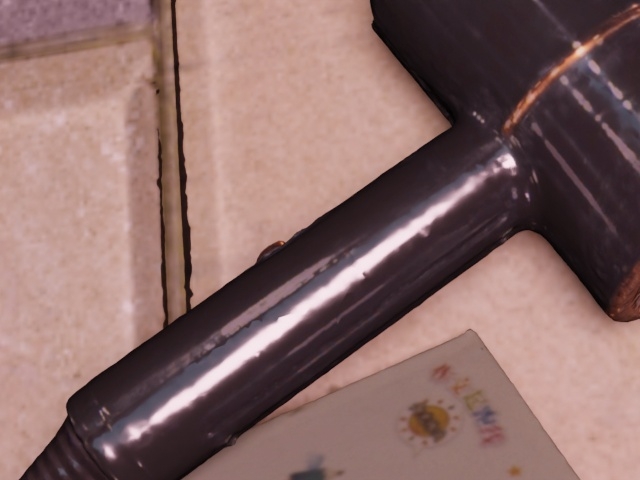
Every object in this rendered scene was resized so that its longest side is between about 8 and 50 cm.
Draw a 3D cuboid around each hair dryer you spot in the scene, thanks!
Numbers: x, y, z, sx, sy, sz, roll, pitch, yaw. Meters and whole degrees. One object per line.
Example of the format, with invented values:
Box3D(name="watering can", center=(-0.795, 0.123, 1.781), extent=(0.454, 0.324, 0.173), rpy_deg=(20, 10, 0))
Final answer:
Box3D(name="hair dryer", center=(0.000, 0.000, 0.598), extent=(0.352, 0.107, 0.189), rpy_deg=(-34, 68, -5))

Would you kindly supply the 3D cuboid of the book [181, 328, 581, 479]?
Box3D(name="book", center=(-0.030, 0.159, 0.545), extent=(0.295, 0.020, 0.208), rpy_deg=(-24, 42, -8))
